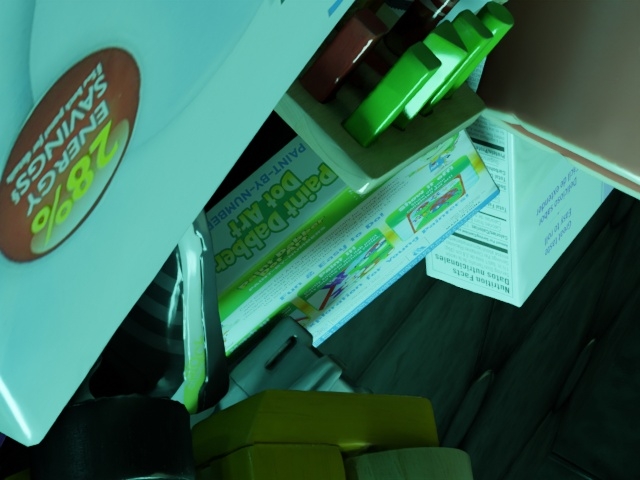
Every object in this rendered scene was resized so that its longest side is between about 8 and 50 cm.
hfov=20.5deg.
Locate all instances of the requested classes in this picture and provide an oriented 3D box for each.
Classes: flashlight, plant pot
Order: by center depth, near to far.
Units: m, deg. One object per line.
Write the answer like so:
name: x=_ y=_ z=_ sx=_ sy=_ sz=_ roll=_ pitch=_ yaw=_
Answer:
plant pot: x=0.242 y=-0.153 z=1.191 sx=0.243 sy=0.275 sz=0.275 roll=-64 pitch=162 yaw=2
flashlight: x=-0.086 y=0.200 z=1.239 sx=0.304 sy=0.103 sz=0.103 roll=-46 pitch=164 yaw=0

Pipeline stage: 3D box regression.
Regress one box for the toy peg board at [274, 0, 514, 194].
toy peg board: x=0.025 y=-0.129 z=1.019 sx=0.079 sy=0.160 sz=0.161 roll=-48 pitch=172 yaw=33

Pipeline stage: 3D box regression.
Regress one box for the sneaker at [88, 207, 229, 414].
sneaker: x=-0.113 y=0.022 z=1.025 sx=0.097 sy=0.084 sz=0.235 roll=-14 pitch=124 yaw=-11

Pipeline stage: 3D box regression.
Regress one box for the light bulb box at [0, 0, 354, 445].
light bulb box: x=-0.101 y=-0.192 z=0.497 sx=0.358 sy=0.225 sz=0.361 roll=-55 pitch=161 yaw=-20

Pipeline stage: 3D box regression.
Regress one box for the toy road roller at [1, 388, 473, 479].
toy road roller: x=-0.076 y=0.217 z=1.084 sx=0.329 sy=0.203 sz=0.240 roll=5 pitch=157 yaw=-36

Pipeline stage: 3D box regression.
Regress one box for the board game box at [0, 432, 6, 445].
board game box: x=-0.263 y=0.138 z=0.816 sx=0.208 sy=0.056 sz=0.347 roll=-56 pitch=166 yaw=27

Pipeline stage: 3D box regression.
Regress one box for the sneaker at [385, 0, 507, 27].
sneaker: x=0.048 y=-0.202 z=1.141 sx=0.099 sy=0.153 sz=0.282 roll=-54 pitch=-168 yaw=-28

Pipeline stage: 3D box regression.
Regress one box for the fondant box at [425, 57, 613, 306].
fondant box: x=0.172 y=-0.150 z=1.418 sx=0.238 sy=0.096 sz=0.330 roll=-47 pitch=145 yaw=-38

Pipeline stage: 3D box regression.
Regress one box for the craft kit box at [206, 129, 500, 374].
craft kit box: x=0.000 y=0.000 z=1.227 sx=0.250 sy=0.061 sz=0.246 roll=-40 pitch=165 yaw=2
